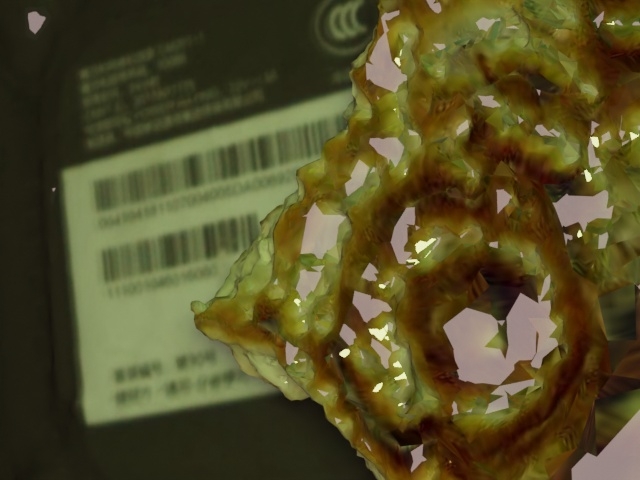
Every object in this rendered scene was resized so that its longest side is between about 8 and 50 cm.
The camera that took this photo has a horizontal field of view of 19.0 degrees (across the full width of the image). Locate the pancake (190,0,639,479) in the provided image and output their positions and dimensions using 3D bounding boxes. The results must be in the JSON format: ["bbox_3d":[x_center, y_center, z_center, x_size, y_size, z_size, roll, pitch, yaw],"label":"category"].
[{"bbox_3d":[0.111,-0.060,0.505,0.305,0.067,0.427,26,103,34],"label":"pancake"}]

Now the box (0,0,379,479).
[{"bbox_3d":[0.000,0.000,0.671,0.359,0.091,0.350,-12,79,35],"label":"box"}]
